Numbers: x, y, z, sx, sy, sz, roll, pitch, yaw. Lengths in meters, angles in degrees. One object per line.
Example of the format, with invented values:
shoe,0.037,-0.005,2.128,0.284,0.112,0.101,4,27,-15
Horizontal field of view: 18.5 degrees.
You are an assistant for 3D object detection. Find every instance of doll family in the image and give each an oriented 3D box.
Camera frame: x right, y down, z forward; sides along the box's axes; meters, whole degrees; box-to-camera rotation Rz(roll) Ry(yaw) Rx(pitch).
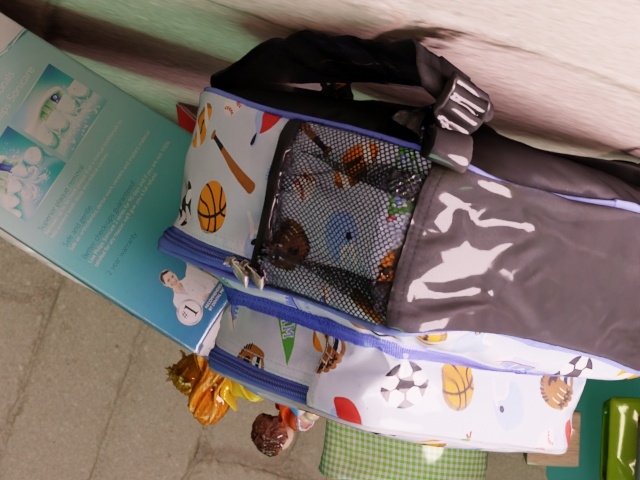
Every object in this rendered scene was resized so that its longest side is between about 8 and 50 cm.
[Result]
doll family,-0.060,0.085,1.708,0.118,0.163,0.263,41,-174,-19

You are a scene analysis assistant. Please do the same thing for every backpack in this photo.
backpack,0.045,0.002,1.119,0.276,0.213,0.263,19,-173,-45

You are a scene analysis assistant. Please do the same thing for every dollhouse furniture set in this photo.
dollhouse furniture set,0.151,0.138,1.770,0.302,0.197,0.151,2,-178,0

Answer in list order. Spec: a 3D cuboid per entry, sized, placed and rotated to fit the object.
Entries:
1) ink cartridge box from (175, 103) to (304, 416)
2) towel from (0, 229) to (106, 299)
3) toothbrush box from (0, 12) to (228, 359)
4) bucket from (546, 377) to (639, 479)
ink cartridge box,-0.064,0.014,1.560,0.231,0.078,0.134,45,160,22
towel,-0.294,-0.050,1.709,0.332,0.053,0.317,33,179,-42
toothbrush box,-0.165,-0.043,1.372,0.296,0.126,0.216,32,176,6
bucket,0.371,0.216,1.962,0.183,0.281,0.281,28,171,-32
